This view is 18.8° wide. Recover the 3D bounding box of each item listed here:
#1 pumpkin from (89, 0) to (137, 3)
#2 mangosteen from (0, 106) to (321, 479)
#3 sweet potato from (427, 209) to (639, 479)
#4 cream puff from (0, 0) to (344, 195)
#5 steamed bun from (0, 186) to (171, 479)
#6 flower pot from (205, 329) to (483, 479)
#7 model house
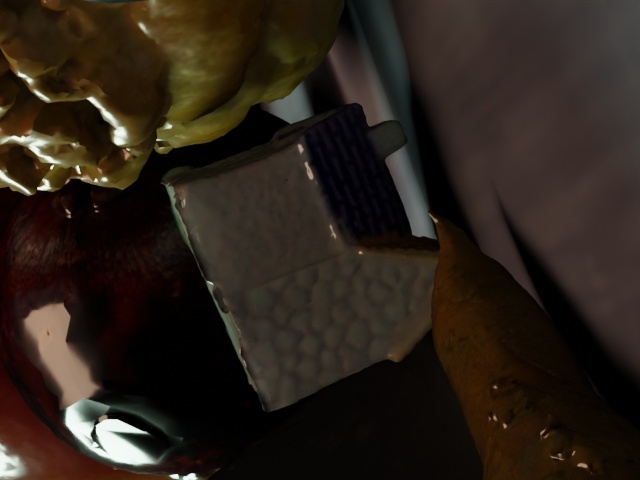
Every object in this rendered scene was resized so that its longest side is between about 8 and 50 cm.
[{"bbox_3d":[-0.084,-0.174,0.496,0.250,0.216,0.250,59,175,8],"label":"pumpkin"},{"bbox_3d":[-0.065,0.029,0.972,0.210,0.210,0.209,159,90,-83],"label":"mangosteen"},{"bbox_3d":[0.079,0.077,0.586,0.274,0.067,0.067,-118,10,-53],"label":"sweet potato"},{"bbox_3d":[-0.136,-0.177,0.788,0.327,0.231,0.343,75,171,-60],"label":"cream puff"},{"bbox_3d":[-0.168,-0.013,1.297,0.248,0.235,0.379,157,107,-88],"label":"steamed bun"},{"bbox_3d":[0.003,0.226,0.842,0.379,0.251,0.379,159,90,-85],"label":"flower pot"},{"bbox_3d":[0.000,0.000,0.775,0.088,0.100,0.100,-140,25,-80],"label":"model house"}]
